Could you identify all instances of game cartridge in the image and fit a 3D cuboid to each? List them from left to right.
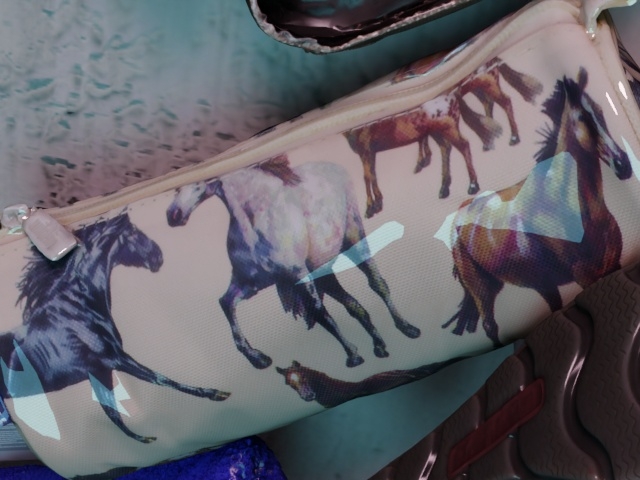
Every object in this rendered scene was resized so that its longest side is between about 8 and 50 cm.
[{"bbox_3d":[-0.219,0.127,0.949,0.083,0.017,0.056,-4,127,12],"label":"game cartridge"}]

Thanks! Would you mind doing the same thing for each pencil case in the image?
[{"bbox_3d":[0.000,0.000,0.740,0.410,0.160,0.183,-21,131,22],"label":"pencil case"}]

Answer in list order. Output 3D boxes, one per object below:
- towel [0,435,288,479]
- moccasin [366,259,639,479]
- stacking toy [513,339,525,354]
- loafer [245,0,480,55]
[{"bbox_3d":[-0.144,0.249,0.882,0.308,0.076,0.227,-15,84,34],"label":"towel"},{"bbox_3d":[0.143,0.122,0.646,0.147,0.139,0.380,26,129,-22],"label":"moccasin"},{"bbox_3d":[0.335,0.120,0.734,0.480,0.350,0.350,18,127,20],"label":"stacking toy"},{"bbox_3d":[0.114,-0.174,0.619,0.366,0.130,0.134,-29,115,25],"label":"loafer"}]
